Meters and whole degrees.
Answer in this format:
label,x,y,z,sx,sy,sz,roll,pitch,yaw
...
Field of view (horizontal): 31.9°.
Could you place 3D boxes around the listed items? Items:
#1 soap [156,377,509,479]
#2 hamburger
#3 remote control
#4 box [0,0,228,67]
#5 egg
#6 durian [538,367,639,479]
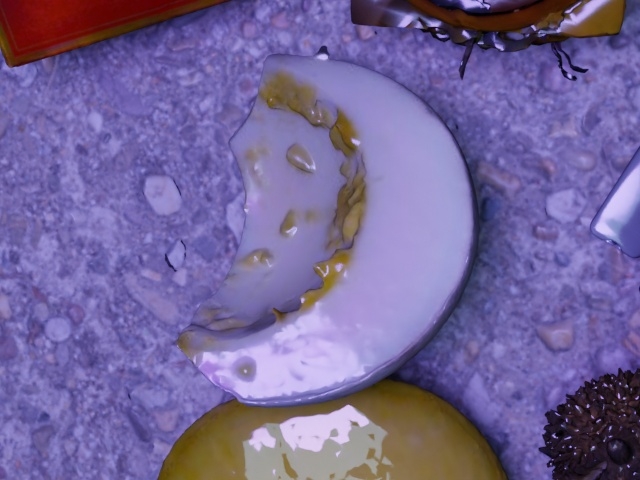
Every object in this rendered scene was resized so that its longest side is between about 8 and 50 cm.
label,x,y,z,sx,sy,sz,roll,pitch,yaw
soap,0.025,0.310,0.918,0.306,0.115,0.427,-9,103,10
hamburger,0.133,-0.251,0.841,0.243,0.138,0.262,9,96,11
remote control,0.280,-0.073,0.882,0.050,0.027,0.184,32,101,8
box,-0.198,-0.312,0.849,0.197,0.089,0.313,-19,116,-6
egg,0.018,0.007,0.868,0.206,0.162,0.271,4,74,8
durian,0.235,0.186,0.825,0.167,0.196,0.196,-35,87,1
